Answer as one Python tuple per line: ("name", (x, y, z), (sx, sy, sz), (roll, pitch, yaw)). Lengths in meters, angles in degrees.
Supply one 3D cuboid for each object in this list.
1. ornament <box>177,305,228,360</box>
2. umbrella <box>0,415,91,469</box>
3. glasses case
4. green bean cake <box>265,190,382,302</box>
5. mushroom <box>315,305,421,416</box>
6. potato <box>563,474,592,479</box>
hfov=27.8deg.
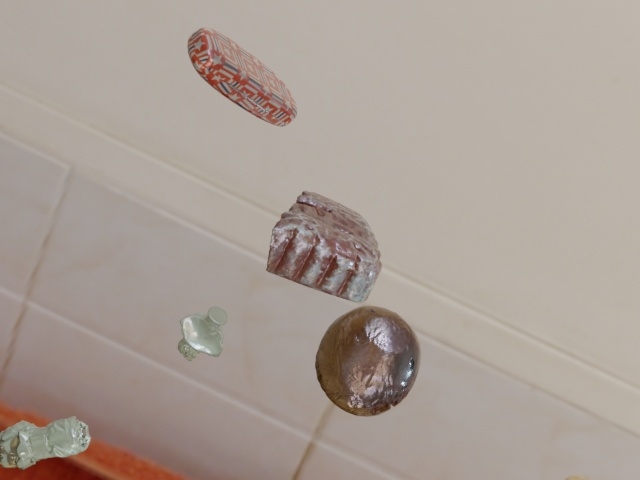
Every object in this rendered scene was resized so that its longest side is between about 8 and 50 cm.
("ornament", (-0.160, 0.128, 1.745), (0.092, 0.068, 0.041), (-17, -159, 31))
("umbrella", (-0.365, 0.257, 1.650), (0.062, 0.143, 0.067), (64, 23, -43))
("glasses case", (-0.102, -0.204, 1.632), (0.049, 0.194, 0.073), (-34, -126, 20))
("green bean cake", (0.000, 0.000, 2.159), (0.233, 0.198, 0.097), (-94, -152, -67))
("mushroom", (0.054, 0.133, 1.427), (0.123, 0.123, 0.052), (-64, -176, -12))
("potato", (0.306, 0.312, 1.500), (0.068, 0.062, 0.083), (-61, 141, -44))
